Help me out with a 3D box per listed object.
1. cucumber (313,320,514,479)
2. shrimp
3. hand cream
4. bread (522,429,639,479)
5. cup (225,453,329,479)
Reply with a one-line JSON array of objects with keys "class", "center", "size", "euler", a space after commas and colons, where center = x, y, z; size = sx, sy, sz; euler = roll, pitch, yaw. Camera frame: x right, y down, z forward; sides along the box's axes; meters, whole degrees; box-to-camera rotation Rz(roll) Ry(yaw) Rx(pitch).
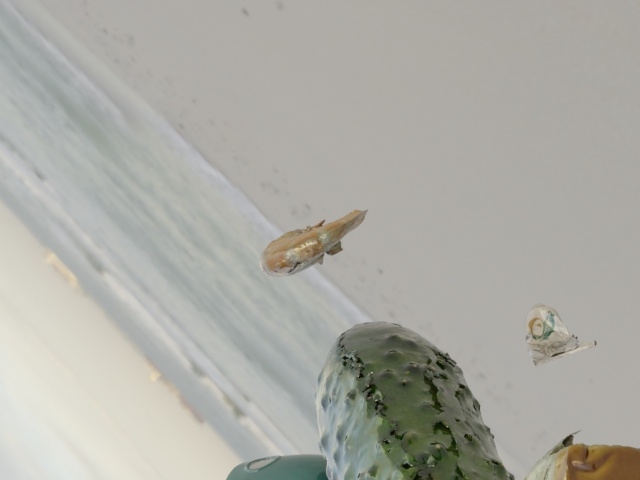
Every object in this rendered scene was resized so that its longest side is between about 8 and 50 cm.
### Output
[{"class": "cucumber", "center": [0.037, 0.085, 0.362], "size": [0.069, 0.069, 0.227], "euler": [51, -176, -17]}, {"class": "shrimp", "center": [0.001, 0.004, 1.174], "size": [0.187, 0.132, 0.051], "euler": [-38, -72, -77]}, {"class": "hand cream", "center": [0.321, 0.135, 1.432], "size": [0.257, 0.084, 0.050], "euler": [-73, -33, -81]}, {"class": "bread", "center": [0.339, 0.390, 1.301], "size": [0.250, 0.279, 0.225], "euler": [21, 170, -18]}, {"class": "cup", "center": [-0.006, 0.329, 1.221], "size": [0.300, 0.173, 0.167], "euler": [-26, -85, -59]}]
